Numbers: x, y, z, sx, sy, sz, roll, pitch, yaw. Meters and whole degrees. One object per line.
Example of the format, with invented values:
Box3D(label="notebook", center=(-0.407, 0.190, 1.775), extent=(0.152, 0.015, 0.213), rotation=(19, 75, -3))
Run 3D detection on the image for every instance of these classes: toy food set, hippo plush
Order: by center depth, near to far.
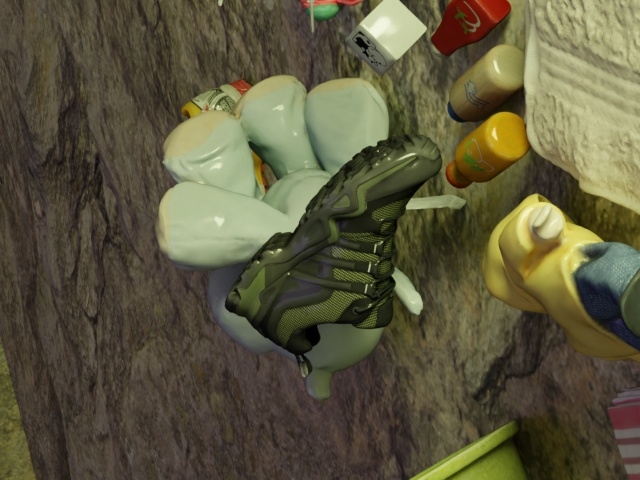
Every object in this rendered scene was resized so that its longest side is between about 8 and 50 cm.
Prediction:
Box3D(label="toy food set", center=(0.078, -0.155, 1.312), extent=(0.232, 0.111, 0.104), rotation=(43, 155, -3))
Box3D(label="hippo plush", center=(0.000, 0.000, 1.547), extent=(0.294, 0.234, 0.236), rotation=(14, 147, 17))

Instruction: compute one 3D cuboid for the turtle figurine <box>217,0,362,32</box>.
Box3D(label="turtle figurine", center=(-0.017, -0.282, 1.466), extent=(0.175, 0.118, 0.234), rotation=(-11, 77, 52))

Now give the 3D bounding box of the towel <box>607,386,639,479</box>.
Box3D(label="towel", center=(0.281, 0.195, 1.187), extent=(0.144, 0.029, 0.197), rotation=(-23, 85, 66))

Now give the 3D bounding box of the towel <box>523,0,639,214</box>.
Box3D(label="towel", center=(0.221, -0.112, 1.118), extent=(0.282, 0.049, 0.187), rotation=(34, 134, 56))

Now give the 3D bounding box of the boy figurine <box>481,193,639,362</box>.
Box3D(label="boy figurine", center=(0.200, 0.032, 1.162), extent=(0.177, 0.092, 0.285), rotation=(40, 176, -17))

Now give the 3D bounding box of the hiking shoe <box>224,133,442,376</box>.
Box3D(label="hiking shoe", center=(0.031, 0.009, 1.331), extent=(0.114, 0.086, 0.227), rotation=(44, 117, -8))

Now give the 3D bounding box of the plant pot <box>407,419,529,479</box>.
Box3D(label="plant pot", center=(0.111, 0.327, 1.386), extent=(0.254, 0.276, 0.276), rotation=(59, 153, 9))

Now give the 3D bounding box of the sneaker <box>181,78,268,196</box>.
Box3D(label="sneaker", center=(-0.112, -0.066, 1.822), extent=(0.088, 0.093, 0.225), rotation=(39, 137, 54))
